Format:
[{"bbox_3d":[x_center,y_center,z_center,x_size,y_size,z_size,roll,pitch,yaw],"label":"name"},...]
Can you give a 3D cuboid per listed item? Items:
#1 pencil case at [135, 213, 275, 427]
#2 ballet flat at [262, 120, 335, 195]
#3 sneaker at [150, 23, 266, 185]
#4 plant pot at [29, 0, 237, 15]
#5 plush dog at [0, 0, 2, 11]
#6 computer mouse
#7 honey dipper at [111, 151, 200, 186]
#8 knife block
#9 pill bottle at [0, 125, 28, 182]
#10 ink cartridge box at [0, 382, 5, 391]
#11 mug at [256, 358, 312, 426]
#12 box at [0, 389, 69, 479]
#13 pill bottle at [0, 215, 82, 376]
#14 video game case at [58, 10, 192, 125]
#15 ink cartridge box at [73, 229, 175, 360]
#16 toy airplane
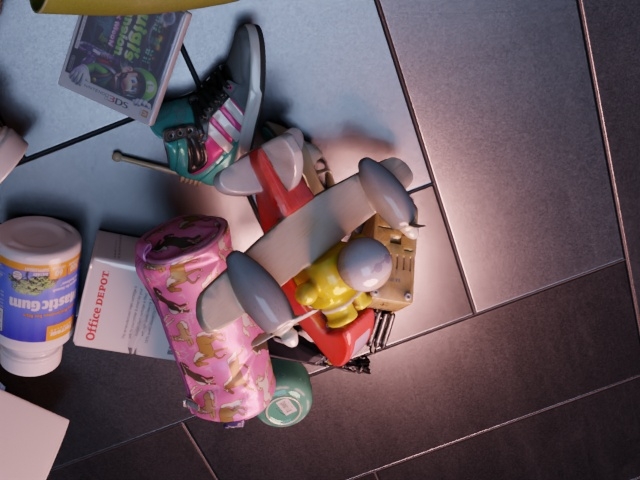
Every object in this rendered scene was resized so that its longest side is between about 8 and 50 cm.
[{"bbox_3d":[-0.195,0.139,1.438,0.160,0.167,0.386,1,123,23],"label":"pencil case"},{"bbox_3d":[-0.024,-0.124,1.498,0.086,0.086,0.248,-23,122,4],"label":"ballet flat"},{"bbox_3d":[-0.200,-0.226,1.384,0.178,0.124,0.295,3,121,-21],"label":"sneaker"},{"bbox_3d":[-0.245,-0.441,1.191,0.294,0.275,0.274,3,120,-28],"label":"plant pot"},{"bbox_3d":[-0.586,-0.383,1.189,0.225,0.262,0.210,28,136,-16],"label":"plush dog"},{"bbox_3d":[-0.021,0.221,1.679,0.262,0.184,0.060,7,82,23],"label":"computer mouse"},{"bbox_3d":[-0.290,-0.131,1.475,0.161,0.030,0.030,15,116,-12],"label":"honey dipper"},{"bbox_3d":[0.100,0.078,1.633,0.088,0.242,0.275,10,73,-16],"label":"knife block"},{"bbox_3d":[-0.626,-0.207,1.290,0.176,0.176,0.318,-39,118,14],"label":"pill bottle"},{"bbox_3d":[-0.674,0.284,1.648,0.048,0.028,0.083,-29,120,8],"label":"ink cartridge box"},{"bbox_3d":[-0.094,0.320,1.719,0.158,0.097,0.129,8,118,-14],"label":"mug"},{"bbox_3d":[-0.694,0.365,1.565,0.345,0.168,0.215,32,142,-24],"label":"box"},{"bbox_3d":[-0.517,0.106,1.500,0.152,0.152,0.272,6,118,-12],"label":"pill bottle"},{"bbox_3d":[-0.313,-0.303,1.317,0.173,0.022,0.190,25,105,7],"label":"video game case"},{"bbox_3d":[-0.306,0.111,1.557,0.273,0.115,0.198,12,116,-16],"label":"ink cartridge box"},{"bbox_3d":[0.000,0.000,1.348,0.384,0.272,0.386,23,82,-45],"label":"toy airplane"}]
